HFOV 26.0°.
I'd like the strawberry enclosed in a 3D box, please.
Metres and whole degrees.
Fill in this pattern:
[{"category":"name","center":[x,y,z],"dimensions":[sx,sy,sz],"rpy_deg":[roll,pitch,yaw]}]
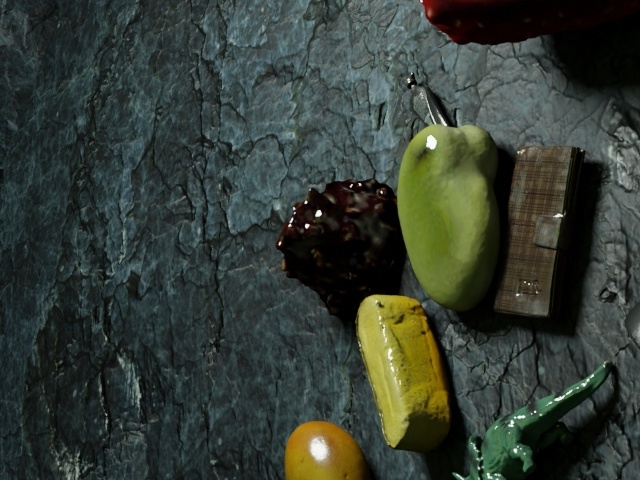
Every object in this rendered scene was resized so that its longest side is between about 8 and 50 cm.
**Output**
[{"category":"strawberry","center":[0.298,-0.393,1.777],"dimensions":[0.345,0.295,0.317],"rpy_deg":[16,75,24]}]

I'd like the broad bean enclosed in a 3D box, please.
[{"category":"broad bean","center":[0.176,-0.032,1.928],"dimensions":[0.189,0.121,0.263],"rpy_deg":[-22,64,55]}]

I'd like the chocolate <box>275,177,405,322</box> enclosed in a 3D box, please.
[{"category":"chocolate","center":[0.000,0.000,2.123],"dimensions":[0.206,0.177,0.224],"rpy_deg":[8,85,56]}]

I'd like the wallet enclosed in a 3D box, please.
[{"category":"wallet","center":[0.288,-0.011,1.827],"dimensions":[0.124,0.042,0.230],"rpy_deg":[6,85,59]}]

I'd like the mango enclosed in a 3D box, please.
[{"category":"mango","center":[0.019,0.371,2.035],"dimensions":[0.138,0.113,0.253],"rpy_deg":[-52,44,34]}]

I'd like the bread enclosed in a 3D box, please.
[{"category":"bread","center":[0.119,0.189,1.970],"dimensions":[0.102,0.094,0.245],"rpy_deg":[-56,38,44]}]

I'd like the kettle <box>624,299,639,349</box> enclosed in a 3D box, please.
[{"category":"kettle","center":[0.476,0.061,1.392],"dimensions":[0.271,0.207,0.250],"rpy_deg":[-50,11,16]}]

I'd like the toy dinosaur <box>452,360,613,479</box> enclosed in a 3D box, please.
[{"category":"toy dinosaur","center":[0.264,0.267,1.749],"dimensions":[0.292,0.079,0.120],"rpy_deg":[-42,50,37]}]

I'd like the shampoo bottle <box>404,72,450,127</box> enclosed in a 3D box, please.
[{"category":"shampoo bottle","center":[0.160,-0.200,2.082],"dimensions":[0.048,0.027,0.137],"rpy_deg":[-65,35,33]}]
